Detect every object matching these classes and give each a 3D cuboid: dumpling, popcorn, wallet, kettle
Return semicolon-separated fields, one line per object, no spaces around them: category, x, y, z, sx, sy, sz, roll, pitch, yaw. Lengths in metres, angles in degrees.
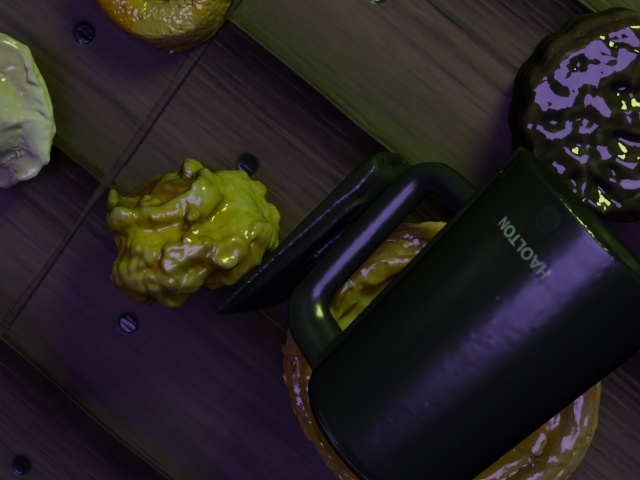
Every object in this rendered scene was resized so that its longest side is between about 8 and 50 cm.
dumpling;-0.415;-0.137;1.199;0.252;0.131;0.179;-17;120;23
popcorn;-0.141;-0.012;1.130;0.198;0.197;0.155;-10;97;13
wallet;0.000;0.000;1.111;0.245;0.168;0.052;-44;80;17
kettle;0.128;0.071;0.953;0.262;0.203;0.308;45;106;0

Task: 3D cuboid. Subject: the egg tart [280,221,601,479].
egg tart;0.131;0.137;1.124;0.345;0.132;0.345;2;100;10

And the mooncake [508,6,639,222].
mooncake;0.307;-0.125;1.049;0.228;0.124;0.228;2;100;10

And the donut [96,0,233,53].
donut;-0.184;-0.300;1.147;0.178;0.065;0.162;24;104;6
